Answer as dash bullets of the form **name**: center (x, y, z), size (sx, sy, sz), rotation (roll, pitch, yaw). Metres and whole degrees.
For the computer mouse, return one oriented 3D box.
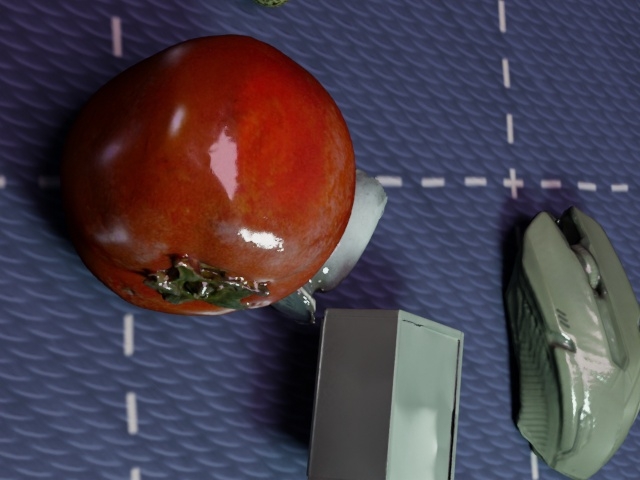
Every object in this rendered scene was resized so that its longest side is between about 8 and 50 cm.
- **computer mouse**: center (0.407, 0.161, 1.958), size (0.228, 0.145, 0.428), rotation (-8, 91, -38)

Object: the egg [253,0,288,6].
- **egg**: center (-0.068, -0.355, 1.636), size (0.085, 0.085, 0.110), rotation (-19, 92, -39)

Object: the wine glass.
- **wine glass**: center (0.000, 0.000, 1.647), size (0.111, 0.111, 0.204), rotation (46, 65, -28)

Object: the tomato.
- **tomato**: center (-0.125, -0.070, 1.448), size (0.325, 0.293, 0.289), rotation (20, 60, -32)

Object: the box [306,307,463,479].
- **box**: center (0.085, 0.212, 1.656), size (0.225, 0.118, 0.224), rotation (23, 70, -61)
